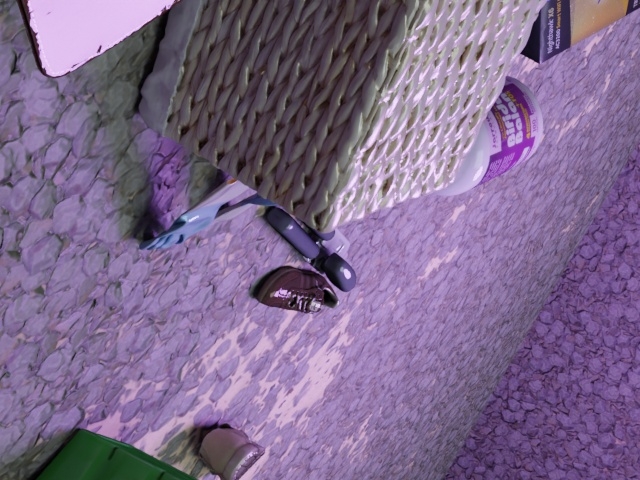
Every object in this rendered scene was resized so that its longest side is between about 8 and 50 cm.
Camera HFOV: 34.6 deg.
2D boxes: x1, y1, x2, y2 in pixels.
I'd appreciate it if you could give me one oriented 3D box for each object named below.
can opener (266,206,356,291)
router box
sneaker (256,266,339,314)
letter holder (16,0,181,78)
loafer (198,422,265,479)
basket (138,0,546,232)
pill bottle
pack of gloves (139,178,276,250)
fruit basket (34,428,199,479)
[{"bbox_3d":[0.000,0.000,1.600,0.074,0.093,0.280,-51,153,-4],"label":"can opener"},{"bbox_3d":[0.387,-0.450,1.517,0.243,0.081,0.309,-31,137,-21],"label":"router box"},{"bbox_3d":[-0.029,0.086,1.678,0.188,0.071,0.066,-7,130,-61],"label":"sneaker"},{"bbox_3d":[-0.156,-0.298,0.783,0.302,0.152,0.214,-43,157,-23],"label":"letter holder"},{"bbox_3d":[-0.161,0.375,1.826,0.102,0.092,0.268,-45,172,-16],"label":"loafer"},{"bbox_3d":[0.036,-0.220,1.118,0.328,0.266,0.331,-22,144,-53],"label":"basket"},{"bbox_3d":[0.230,-0.169,1.686,0.301,0.169,0.169,-26,145,-49],"label":"pill bottle"},{"bbox_3d":[-0.100,-0.034,1.257,0.195,0.046,0.232,-25,177,-45],"label":"pack of gloves"},{"bbox_3d":[-0.264,0.497,1.435,0.392,0.392,0.283,-51,157,-6],"label":"fruit basket"}]
